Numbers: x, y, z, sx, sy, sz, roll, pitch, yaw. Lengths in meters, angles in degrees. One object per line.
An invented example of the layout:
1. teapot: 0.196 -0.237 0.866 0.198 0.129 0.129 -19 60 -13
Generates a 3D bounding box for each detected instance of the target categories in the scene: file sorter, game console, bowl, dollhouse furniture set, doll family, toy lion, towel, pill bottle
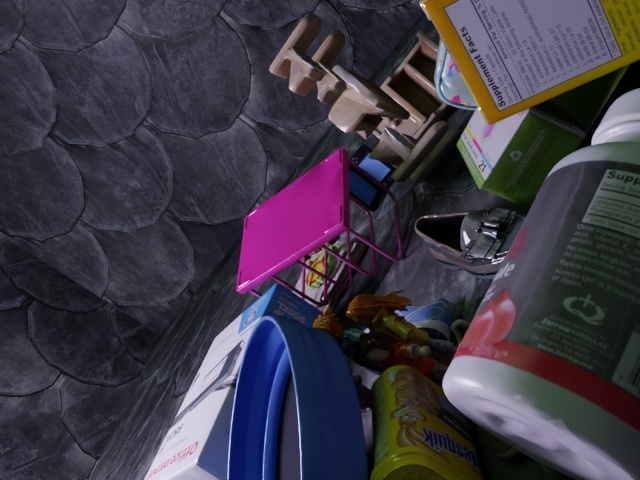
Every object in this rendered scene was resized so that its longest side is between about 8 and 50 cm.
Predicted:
1. file sorter: 0.000 0.000 1.319 0.291 0.182 0.202 -32 40 33
2. game console: 0.117 -0.152 1.583 0.107 0.122 0.071 -48 15 22
3. bowl: -0.040 0.286 0.774 0.391 0.077 0.391 -175 90 -73
4. dollhouse furniture set: 0.166 -0.335 1.416 0.256 0.362 0.394 -52 -17 17
5. doll family: 0.073 0.142 0.854 0.263 0.163 0.118 -44 20 54
6. toy lion: 0.001 0.060 1.460 0.100 0.034 0.096 -48 24 14
7. towel: -0.004 0.096 1.543 0.187 0.049 0.282 -59 14 -25
8. pill bottle: 0.249 0.030 0.551 0.318 0.176 0.176 -58 14 -17

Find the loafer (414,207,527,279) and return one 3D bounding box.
1. loafer: 0.217 -0.003 0.943 0.096 0.084 0.267 -57 13 -12

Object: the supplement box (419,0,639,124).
1. supplement box: 0.332 -0.335 0.817 0.357 0.194 0.195 -22 29 28

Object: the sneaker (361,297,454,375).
1. sneaker: 0.119 0.143 0.963 0.211 0.080 0.081 -23 26 48

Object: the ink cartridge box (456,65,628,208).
1. ink cartridge box: 0.314 -0.201 0.938 0.189 0.097 0.255 -90 23 -62

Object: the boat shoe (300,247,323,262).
1. boat shoe: -0.039 0.040 1.770 0.060 0.064 0.178 -58 16 -23

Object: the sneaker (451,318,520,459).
1. sneaker: 0.176 0.157 0.714 0.066 0.071 0.188 -49 14 20

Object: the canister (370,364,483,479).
1. canister: 0.109 0.218 0.677 0.073 0.126 0.170 -49 12 18

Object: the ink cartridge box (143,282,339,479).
1. ink cartridge box: -0.149 0.319 1.225 0.285 0.166 0.395 -42 18 43

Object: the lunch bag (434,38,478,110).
1. lunch bag: 0.315 -0.349 1.066 0.108 0.224 0.279 -72 -8 -60
